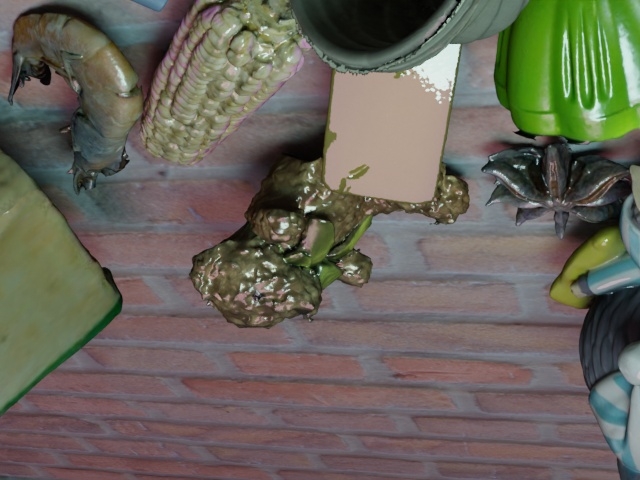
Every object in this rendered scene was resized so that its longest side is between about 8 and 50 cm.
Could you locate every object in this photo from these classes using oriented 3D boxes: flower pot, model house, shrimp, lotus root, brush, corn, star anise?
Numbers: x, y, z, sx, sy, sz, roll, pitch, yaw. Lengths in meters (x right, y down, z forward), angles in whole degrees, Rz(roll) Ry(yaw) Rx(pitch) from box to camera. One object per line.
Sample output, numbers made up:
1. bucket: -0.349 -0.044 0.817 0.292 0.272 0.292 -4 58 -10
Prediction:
1. flower pot: 0.088 -0.240 0.861 0.141 0.235 0.235 1 164 -42
2. model house: -0.531 0.038 1.415 0.343 0.382 0.334 38 164 27
3. shrimp: -0.288 -0.158 1.228 0.178 0.075 0.289 42 157 2
4. lotus root: 0.229 -0.199 0.929 0.186 0.186 0.186 8 152 4
5. brush: 0.071 -0.137 1.102 0.123 0.059 0.197 10 121 6
6. corn: -0.113 -0.173 1.127 0.127 0.126 0.335 21 155 -20
7. star anise: 0.281 -0.066 1.248 0.205 0.061 0.180 11 158 -4

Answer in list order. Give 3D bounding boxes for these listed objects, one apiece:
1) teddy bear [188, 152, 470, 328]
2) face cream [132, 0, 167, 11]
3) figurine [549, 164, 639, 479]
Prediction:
1. teddy bear: 0.009 0.003 1.279 0.296 0.222 0.246 4 171 24
2. face cream: -0.248 -0.291 0.984 0.250 0.077 0.077 21 151 -18
3. figurine: 0.441 0.143 1.217 0.266 0.377 0.361 -13 154 2
